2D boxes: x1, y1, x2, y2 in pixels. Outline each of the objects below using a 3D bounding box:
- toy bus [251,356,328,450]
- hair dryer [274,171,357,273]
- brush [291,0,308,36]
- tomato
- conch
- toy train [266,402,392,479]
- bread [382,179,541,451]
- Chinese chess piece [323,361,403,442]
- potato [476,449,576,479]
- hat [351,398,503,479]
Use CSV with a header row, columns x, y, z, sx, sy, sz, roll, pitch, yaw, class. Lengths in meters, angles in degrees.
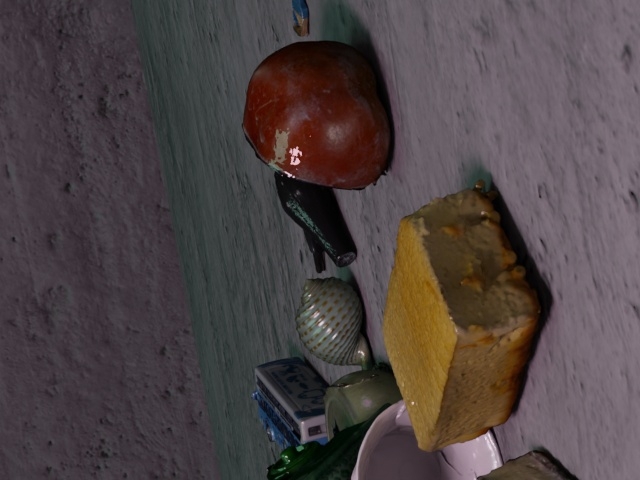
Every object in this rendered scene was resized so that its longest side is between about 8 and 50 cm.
x,y,z,sx,sy,sz,roll,pitch,yaw,class
-0.029,0.306,2.444,0.297,0.106,0.131,-141,42,-66,toy bus
0.000,0.000,2.171,0.195,0.075,0.219,57,168,31,hair dryer
-0.034,-0.369,2.020,0.051,0.014,0.164,-129,30,-58,brush
0.002,-0.173,1.802,0.214,0.180,0.155,49,132,47,tomato
0.015,0.125,2.120,0.135,0.102,0.153,-97,-4,-79,conch
0.000,0.337,1.812,0.202,0.266,0.145,-27,95,38,toy train
0.147,0.090,1.536,0.275,0.114,0.185,98,158,-54,bread
0.077,0.294,2.033,0.238,0.092,0.238,168,90,-77,Chinese chess piece
0.220,0.274,1.477,0.061,0.086,0.122,67,168,-19,potato
0.110,0.284,1.676,0.126,0.203,0.203,152,105,-70,hat
